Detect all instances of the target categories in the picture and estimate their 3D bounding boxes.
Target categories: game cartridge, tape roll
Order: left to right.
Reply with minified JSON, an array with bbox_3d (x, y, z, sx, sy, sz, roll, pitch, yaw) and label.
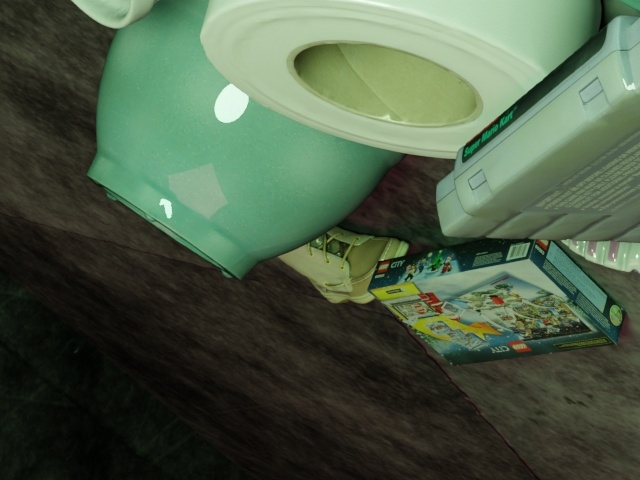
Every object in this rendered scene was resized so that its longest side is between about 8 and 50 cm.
[{"bbox_3d":[0.060,-0.157,1.109,0.286,0.100,0.286,13,164,4],"label":"tape roll"},{"bbox_3d":[0.243,-0.074,1.021,0.230,0.068,0.355,6,162,-18],"label":"game cartridge"}]

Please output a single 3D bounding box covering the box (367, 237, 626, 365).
[{"bbox_3d":[0.187,0.065,1.610,0.233,0.044,0.159,-13,136,46],"label":"box"}]

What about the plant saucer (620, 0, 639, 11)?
[{"bbox_3d":[0.227,-0.186,1.014,0.119,0.021,0.119,27,161,10],"label":"plant saucer"}]

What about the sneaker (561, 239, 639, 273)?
[{"bbox_3d":[0.303,-0.004,1.282,0.236,0.095,0.104,25,-177,30],"label":"sneaker"}]

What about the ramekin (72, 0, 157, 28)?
[{"bbox_3d":[-0.159,-0.276,1.137,0.207,0.109,0.207,46,158,25],"label":"ramekin"}]

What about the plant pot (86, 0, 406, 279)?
[{"bbox_3d":[-0.090,-0.087,1.373,0.293,0.196,0.293,33,176,3],"label":"plant pot"}]

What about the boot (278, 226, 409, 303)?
[{"bbox_3d":[0.000,0.000,1.760,0.165,0.077,0.213,38,161,-14],"label":"boot"}]
